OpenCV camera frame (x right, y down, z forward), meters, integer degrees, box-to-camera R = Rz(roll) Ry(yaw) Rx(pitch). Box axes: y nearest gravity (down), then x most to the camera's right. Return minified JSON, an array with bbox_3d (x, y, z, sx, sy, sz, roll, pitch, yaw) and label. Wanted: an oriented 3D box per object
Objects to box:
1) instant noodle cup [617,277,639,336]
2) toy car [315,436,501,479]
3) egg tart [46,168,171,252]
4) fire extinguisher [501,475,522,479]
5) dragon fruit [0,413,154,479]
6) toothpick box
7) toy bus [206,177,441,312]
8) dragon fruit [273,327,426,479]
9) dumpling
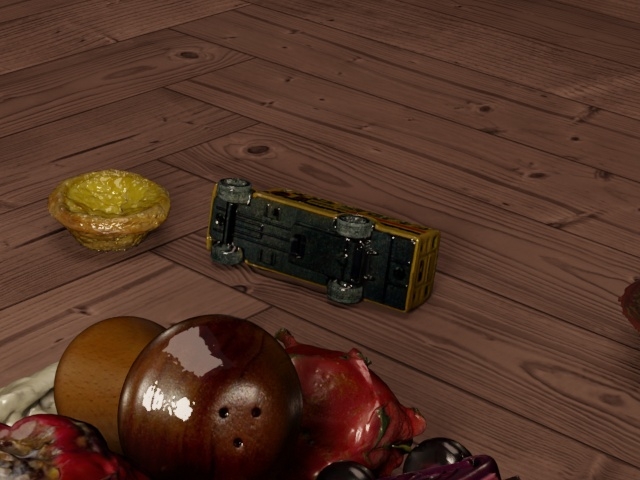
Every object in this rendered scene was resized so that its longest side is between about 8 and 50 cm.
[{"bbox_3d":[0.517,0.128,2.186,0.274,0.091,0.274,1,24,-1],"label":"instant noodle cup"},{"bbox_3d":[0.039,0.334,1.578,0.340,0.240,0.271,-15,0,34],"label":"toy car"},{"bbox_3d":[-0.310,-0.038,2.504,0.191,0.074,0.191,2,26,-1],"label":"egg tart"},{"bbox_3d":[0.100,0.294,1.799,0.252,0.075,0.106,-9,6,-25],"label":"fire extinguisher"},{"bbox_3d":[-0.259,0.306,1.445,0.329,0.329,0.329,2,25,-1],"label":"dragon fruit"},{"bbox_3d":[-0.150,0.162,1.705,0.192,0.192,0.294,-14,10,-31],"label":"toothpick box"},{"bbox_3d":[0.000,0.000,2.395,0.335,0.121,0.123,16,19,28],"label":"toy bus"},{"bbox_3d":[-0.027,0.201,1.922,0.200,0.198,0.269,26,-23,-37],"label":"dragon fruit"},{"bbox_3d":[-0.324,0.219,1.836,0.132,0.162,0.250,16,22,29],"label":"dumpling"}]
